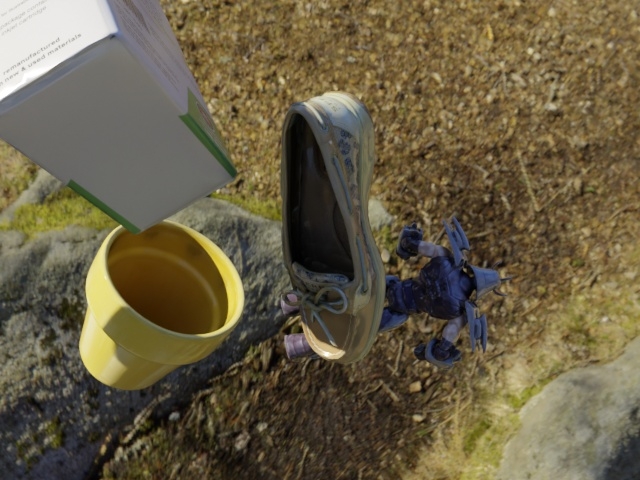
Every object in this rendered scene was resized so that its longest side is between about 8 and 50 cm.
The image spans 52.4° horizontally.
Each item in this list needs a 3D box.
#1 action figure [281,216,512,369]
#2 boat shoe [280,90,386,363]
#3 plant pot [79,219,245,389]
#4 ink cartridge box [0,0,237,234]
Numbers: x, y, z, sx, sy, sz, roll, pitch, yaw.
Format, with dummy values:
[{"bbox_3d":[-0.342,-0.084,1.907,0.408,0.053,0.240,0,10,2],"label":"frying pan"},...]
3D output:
[{"bbox_3d":[0.093,0.074,0.810,0.285,0.099,0.185,-14,67,16],"label":"action figure"},{"bbox_3d":[0.000,0.000,0.648,0.105,0.285,0.089,4,19,30],"label":"boat shoe"},{"bbox_3d":[-0.297,0.131,1.125,0.254,0.239,0.254,27,35,-21],"label":"plant pot"},{"bbox_3d":[-0.203,-0.175,0.564,0.117,0.201,0.278,-29,62,4],"label":"ink cartridge box"}]
